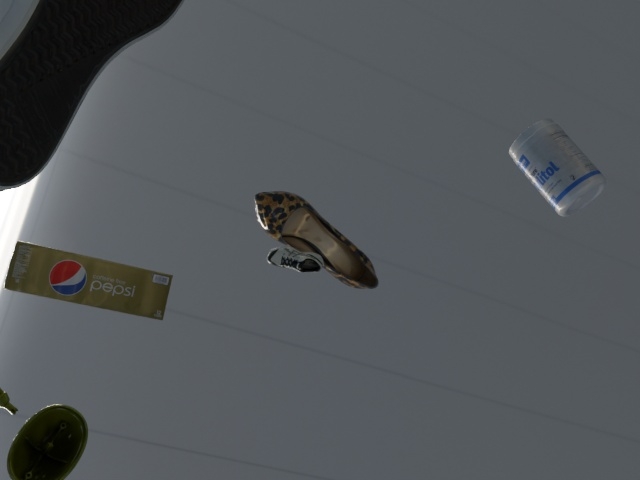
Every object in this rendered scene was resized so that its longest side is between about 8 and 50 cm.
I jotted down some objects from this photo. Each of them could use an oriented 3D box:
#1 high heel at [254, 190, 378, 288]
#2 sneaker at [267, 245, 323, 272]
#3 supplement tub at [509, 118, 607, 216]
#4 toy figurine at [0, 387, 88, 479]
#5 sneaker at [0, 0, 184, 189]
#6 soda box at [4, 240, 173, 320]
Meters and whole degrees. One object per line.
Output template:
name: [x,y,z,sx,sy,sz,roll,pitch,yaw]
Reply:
high heel: [0.000,0.000,1.316,0.093,0.186,0.261,-54,-37,-2]
sneaker: [-0.036,0.029,1.077,0.083,0.037,0.031,4,-72,-3]
supplement tub: [0.292,-0.089,0.909,0.071,0.071,0.107,-18,-118,-33]
toy figurine: [-0.479,0.408,1.023,0.191,0.217,0.362,23,-130,-2]
sneaker: [-0.204,-0.170,0.558,0.290,0.123,0.106,-58,-46,-22]
soda box: [-0.274,0.050,0.876,0.181,0.061,0.058,15,-100,-21]
